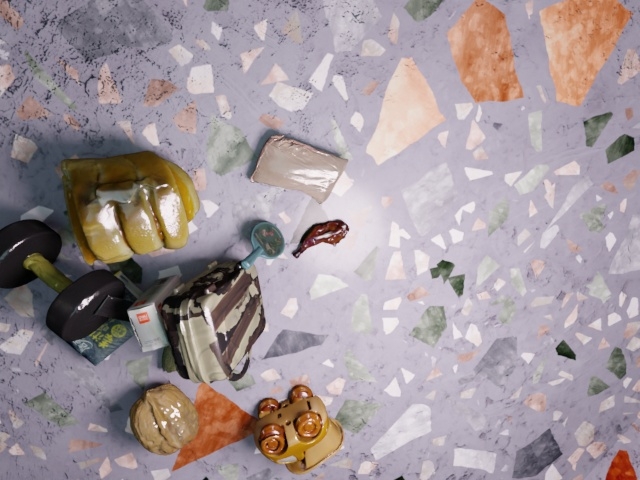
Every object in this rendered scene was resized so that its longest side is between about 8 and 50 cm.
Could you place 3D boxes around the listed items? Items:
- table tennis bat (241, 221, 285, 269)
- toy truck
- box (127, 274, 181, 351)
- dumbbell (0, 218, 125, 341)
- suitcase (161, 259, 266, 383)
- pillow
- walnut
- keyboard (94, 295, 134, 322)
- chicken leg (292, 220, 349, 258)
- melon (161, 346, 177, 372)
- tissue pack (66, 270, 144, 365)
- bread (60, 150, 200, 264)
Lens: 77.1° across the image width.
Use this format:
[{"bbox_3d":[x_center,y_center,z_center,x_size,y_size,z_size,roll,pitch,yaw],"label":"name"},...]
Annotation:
[{"bbox_3d":[-0.182,0.021,1.248,0.033,0.201,0.124,-29,106,42],"label":"table tennis bat"},{"bbox_3d":[-0.081,0.654,1.395,0.288,0.204,0.211,-23,108,-5],"label":"toy truck"},{"bbox_3d":[-0.469,0.208,1.189,0.079,0.269,0.135,-16,103,-2],"label":"box"},{"bbox_3d":[-0.737,0.108,1.112,0.322,0.204,0.203,35,96,5],"label":"dumbbell"},{"bbox_3d":[-0.302,0.255,1.190,0.194,0.351,0.339,-4,106,17],"label":"suitcase"},{"bbox_3d":[-0.066,-0.218,1.256,0.270,0.067,0.173,18,105,-12],"label":"pillow"},{"bbox_3d":[-0.511,0.587,1.318,0.198,0.198,0.245,-24,110,-3],"label":"walnut"},{"bbox_3d":[-0.557,0.205,1.158,0.010,0.198,0.063,30,81,24],"label":"keyboard"},{"bbox_3d":[0.000,-0.006,1.330,0.205,0.053,0.093,-14,120,-2],"label":"chicken leg"},{"bbox_3d":[-0.467,0.355,1.333,0.202,0.093,0.139,-29,79,27],"label":"melon"},{"bbox_3d":[-0.671,0.246,1.263,0.257,0.081,0.185,-39,105,1],"label":"tissue pack"},{"bbox_3d":[-0.507,-0.101,1.111,0.341,0.210,0.300,-8,86,-22],"label":"bread"}]
